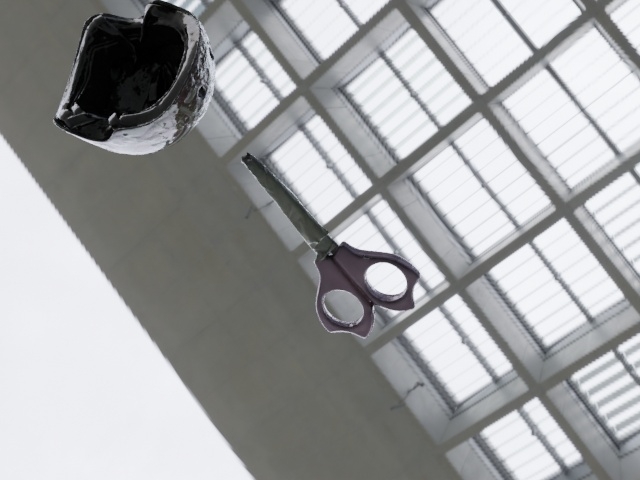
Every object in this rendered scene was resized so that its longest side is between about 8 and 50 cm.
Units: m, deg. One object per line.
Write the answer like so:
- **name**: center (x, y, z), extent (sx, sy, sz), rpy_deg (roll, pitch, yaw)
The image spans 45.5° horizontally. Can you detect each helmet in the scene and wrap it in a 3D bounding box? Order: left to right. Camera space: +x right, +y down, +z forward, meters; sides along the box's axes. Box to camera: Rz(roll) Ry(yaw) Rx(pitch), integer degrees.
- **helmet**: center (-0.176, -0.153, 0.787), extent (0.176, 0.107, 0.153), rpy_deg (1, -114, 24)

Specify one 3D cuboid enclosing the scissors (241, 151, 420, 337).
- **scissors**: center (0.000, 0.000, 0.706), extent (0.110, 0.021, 0.212), rpy_deg (-35, -77, 22)
